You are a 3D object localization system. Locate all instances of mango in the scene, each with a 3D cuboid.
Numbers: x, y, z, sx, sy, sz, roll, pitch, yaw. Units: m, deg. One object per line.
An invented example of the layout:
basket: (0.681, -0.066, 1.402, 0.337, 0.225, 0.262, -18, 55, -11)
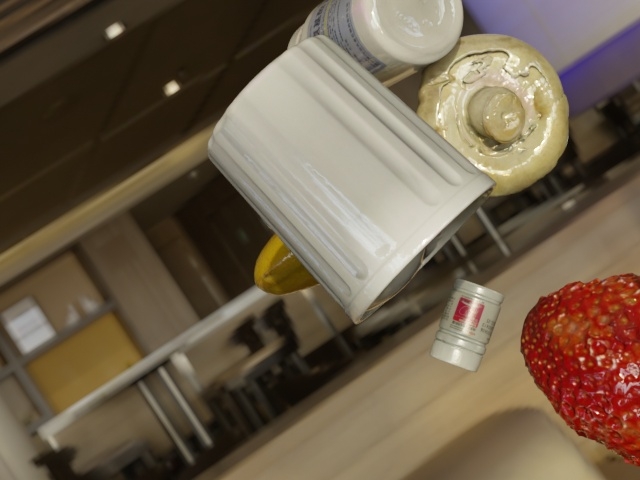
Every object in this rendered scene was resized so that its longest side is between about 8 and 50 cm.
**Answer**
mango: (0.000, 0.000, 1.642, 0.195, 0.098, 0.137, -29, -16, 3)

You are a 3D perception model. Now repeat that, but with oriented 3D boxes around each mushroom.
mushroom: (0.157, -0.118, 1.219, 0.154, 0.154, 0.122, -33, 3, -4)

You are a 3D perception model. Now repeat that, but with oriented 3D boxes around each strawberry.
strawberry: (0.390, 0.156, 1.694, 0.239, 0.288, 0.250, -64, -29, -13)

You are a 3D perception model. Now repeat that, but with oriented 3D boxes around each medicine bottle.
medicine bottle: (0.161, 0.093, 1.445, 0.058, 0.058, 0.091, 134, 156, -88)
medicine bottle: (0.045, -0.190, 1.223, 0.102, 0.103, 0.186, -33, 7, -26)

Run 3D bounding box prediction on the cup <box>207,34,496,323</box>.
cup: (0.017, -0.047, 1.136, 0.167, 0.202, 0.221, -42, -8, -21)
